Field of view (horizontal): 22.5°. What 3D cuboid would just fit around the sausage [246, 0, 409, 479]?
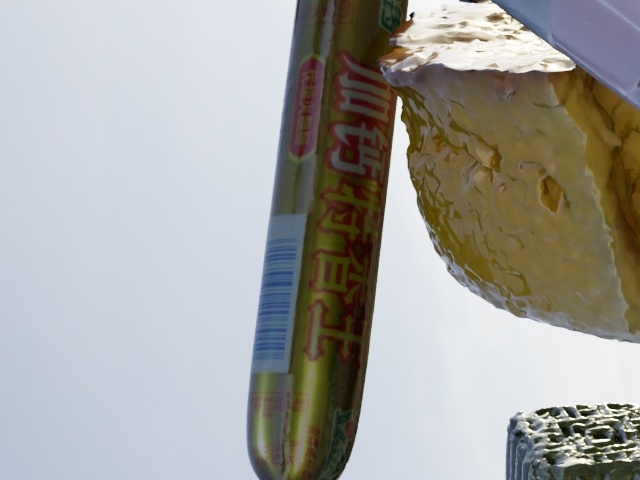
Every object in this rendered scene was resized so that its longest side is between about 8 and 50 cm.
[{"bbox_3d":[0.000,0.000,0.973,0.082,0.082,0.371,33,-120,-64],"label":"sausage"}]

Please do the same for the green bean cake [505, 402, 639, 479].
[{"bbox_3d":[0.285,0.234,1.631,0.173,0.181,0.094,-99,7,-71],"label":"green bean cake"}]

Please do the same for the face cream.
[{"bbox_3d":[0.070,-0.130,0.628,0.057,0.198,0.084,-46,-21,-7],"label":"face cream"}]

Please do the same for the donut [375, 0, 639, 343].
[{"bbox_3d":[0.254,-0.066,0.912,0.377,0.435,0.163,-90,-7,-75],"label":"donut"}]
